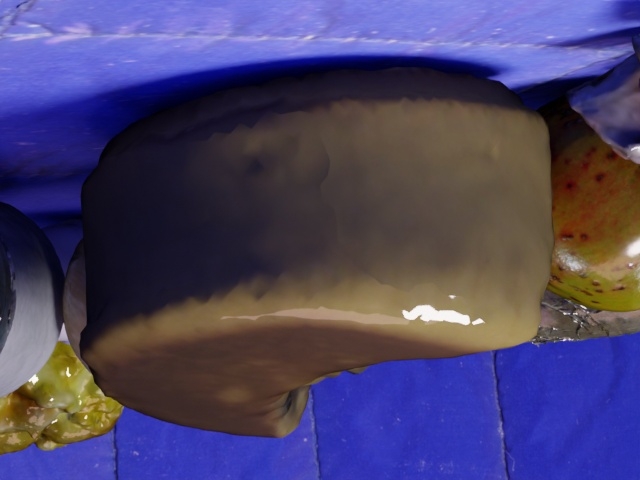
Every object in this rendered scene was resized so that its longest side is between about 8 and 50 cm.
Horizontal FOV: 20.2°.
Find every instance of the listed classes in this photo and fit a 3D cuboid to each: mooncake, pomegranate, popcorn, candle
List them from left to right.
[{"bbox_3d":[-0.363,0.051,1.676,0.221,0.221,0.342,-7,177,9],"label":"candle"},{"bbox_3d":[-0.340,0.124,2.195,0.282,0.247,0.282,-11,163,-3],"label":"popcorn"},{"bbox_3d":[0.001,0.010,1.466,0.394,0.246,0.393,-7,165,11],"label":"mooncake"},{"bbox_3d":[0.267,-0.041,1.522,0.246,0.198,0.198,-10,173,8],"label":"pomegranate"}]

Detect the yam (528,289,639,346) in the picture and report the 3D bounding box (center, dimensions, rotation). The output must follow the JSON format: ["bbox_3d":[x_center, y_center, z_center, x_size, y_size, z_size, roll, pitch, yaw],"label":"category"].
[{"bbox_3d":[0.272,0.026,2.115,0.271,0.201,0.202,-1,174,21],"label":"yam"}]

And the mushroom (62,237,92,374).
[{"bbox_3d":[-0.158,0.028,1.768,0.243,0.243,0.243,-6,173,-1],"label":"mushroom"}]

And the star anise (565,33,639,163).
[{"bbox_3d":[0.344,-0.111,1.312,0.331,0.117,0.332,-4,168,-1],"label":"star anise"}]

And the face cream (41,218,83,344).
[{"bbox_3d":[-0.252,0.048,1.994,0.369,0.145,0.145,-1,172,-40],"label":"face cream"}]
